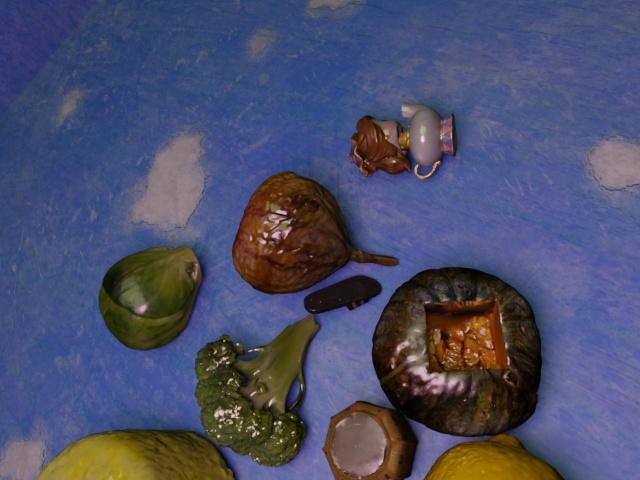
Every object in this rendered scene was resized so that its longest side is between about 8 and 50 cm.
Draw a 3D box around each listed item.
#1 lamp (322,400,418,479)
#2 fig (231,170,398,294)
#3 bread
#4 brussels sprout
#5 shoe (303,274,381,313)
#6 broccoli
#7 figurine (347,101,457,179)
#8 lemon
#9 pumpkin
[{"bbox_3d":[0.094,0.379,0.901,0.161,0.185,0.161,-9,63,18],"label":"lamp"},{"bbox_3d":[0.000,0.000,1.102,0.369,0.286,0.286,13,70,2],"label":"fig"},{"bbox_3d":[-0.367,0.532,0.940,0.349,0.308,0.348,-11,60,20],"label":"bread"},{"bbox_3d":[-0.417,0.129,1.221,0.219,0.210,0.271,36,67,26],"label":"brussels sprout"},{"bbox_3d":[0.050,0.132,1.115,0.179,0.049,0.071,-16,46,-11],"label":"shoe"},{"bbox_3d":[-0.149,0.311,1.048,0.254,0.186,0.302,14,45,-10],"label":"broccoli"},{"bbox_3d":[0.191,-0.239,1.187,0.264,0.142,0.189,-3,88,21],"label":"figurine"},{"bbox_3d":[0.268,0.460,0.755,0.254,0.253,0.310,8,74,25],"label":"lemon"},{"bbox_3d":[0.248,0.198,0.906,0.321,0.192,0.320,-3,63,5],"label":"pumpkin"}]
